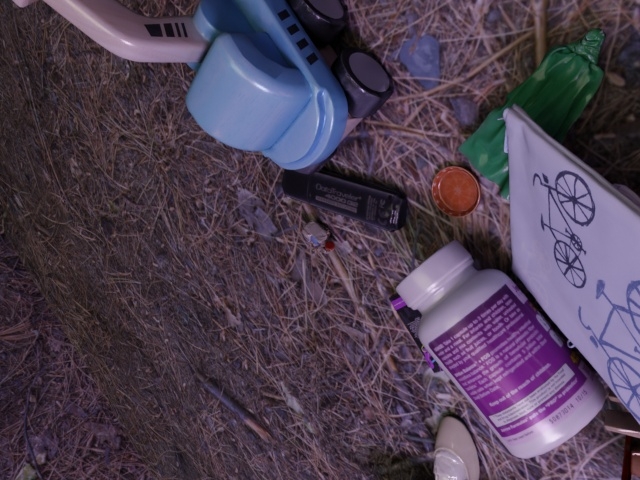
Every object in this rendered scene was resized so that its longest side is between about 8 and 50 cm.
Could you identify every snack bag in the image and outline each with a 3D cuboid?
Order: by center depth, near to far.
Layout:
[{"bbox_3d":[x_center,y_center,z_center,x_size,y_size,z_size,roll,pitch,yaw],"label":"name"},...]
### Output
[{"bbox_3d":[0.319,0.047,0.615,0.342,0.037,0.323,-117,2,-45],"label":"snack bag"}]

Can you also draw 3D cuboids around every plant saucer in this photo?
[{"bbox_3d":[0.217,-0.078,0.850,0.083,0.013,0.083,19,120,36],"label":"plant saucer"}]

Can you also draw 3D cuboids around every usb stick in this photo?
[{"bbox_3d":[0.036,-0.086,0.994,0.278,0.045,0.077,21,114,36],"label":"usb stick"}]

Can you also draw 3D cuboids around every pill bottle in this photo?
[{"bbox_3d":[0.256,0.151,0.801,0.301,0.169,0.169,51,134,13],"label":"pill bottle"}]

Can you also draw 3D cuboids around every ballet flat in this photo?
[{"bbox_3d":[0.253,0.455,0.998,0.086,0.086,0.248,0,107,43],"label":"ballet flat"}]

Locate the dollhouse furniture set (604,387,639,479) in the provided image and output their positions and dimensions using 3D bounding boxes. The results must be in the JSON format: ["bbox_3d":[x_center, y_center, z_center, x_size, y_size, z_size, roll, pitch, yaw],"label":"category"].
[{"bbox_3d":[0.397,0.355,0.695,0.135,0.259,0.262,1,106,32],"label":"dollhouse furniture set"}]

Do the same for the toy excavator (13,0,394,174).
[{"bbox_3d":[-0.166,-0.288,0.809,0.222,0.445,0.433,-39,80,44],"label":"toy excavator"}]

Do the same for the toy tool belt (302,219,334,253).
[{"bbox_3d":[0.000,0.000,1.069,0.083,0.052,0.051,45,163,24],"label":"toy tool belt"}]

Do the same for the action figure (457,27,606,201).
[{"bbox_3d":[0.293,-0.170,0.704,0.137,0.063,0.232,47,137,21],"label":"action figure"}]

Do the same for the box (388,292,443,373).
[{"bbox_3d":[0.206,0.148,0.947,0.116,0.029,0.162,-37,80,46],"label":"box"}]
